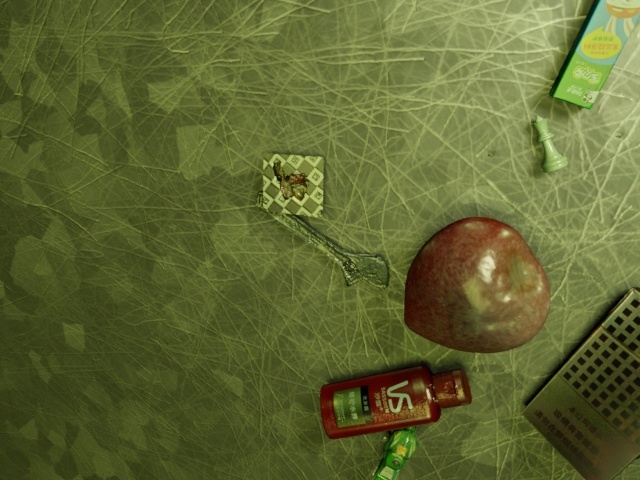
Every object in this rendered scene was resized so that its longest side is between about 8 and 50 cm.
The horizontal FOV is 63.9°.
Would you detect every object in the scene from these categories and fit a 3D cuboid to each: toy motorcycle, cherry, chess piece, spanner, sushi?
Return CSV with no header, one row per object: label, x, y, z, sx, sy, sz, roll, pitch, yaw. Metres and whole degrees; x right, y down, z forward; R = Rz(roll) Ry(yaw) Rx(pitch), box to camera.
toy motorcycle,0.166,0.448,1.092,0.074,0.106,0.190,25,113,10
cherry,0.262,0.081,0.893,0.239,0.206,0.239,32,149,22
chess piece,0.376,-0.162,0.850,0.042,0.042,0.093,-19,95,23
spanner,0.000,0.000,1.039,0.325,0.026,0.093,35,114,5
sushi,-0.051,-0.112,1.019,0.125,0.026,0.120,7,107,12

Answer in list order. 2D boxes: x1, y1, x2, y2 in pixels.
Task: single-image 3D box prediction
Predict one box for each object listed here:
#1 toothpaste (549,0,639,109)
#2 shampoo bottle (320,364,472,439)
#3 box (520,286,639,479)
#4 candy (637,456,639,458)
toothpaste,0.436,-0.334,0.762,0.065,0.050,0.267,22,114,7
shampoo bottle,0.148,0.331,1.063,0.314,0.076,0.118,-18,59,24
box,0.518,0.261,0.894,0.180,0.047,0.325,49,123,37
candy,0.598,0.299,0.916,0.145,0.070,0.275,35,119,-2
